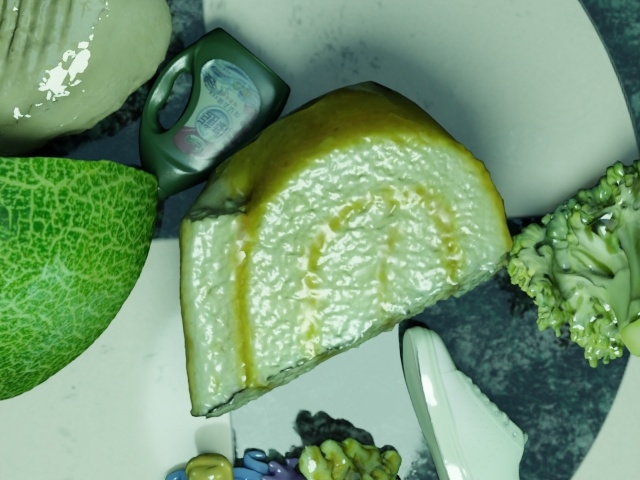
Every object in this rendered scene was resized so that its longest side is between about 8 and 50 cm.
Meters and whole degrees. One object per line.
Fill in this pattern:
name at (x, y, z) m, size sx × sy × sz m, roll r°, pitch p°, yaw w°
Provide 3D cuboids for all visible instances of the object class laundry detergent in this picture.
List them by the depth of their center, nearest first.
laundry detergent at (-0.144, -0.131, 1.905) m, size 0.137 × 0.063 × 0.211 m, roll 42°, pitch 92°, yaw -1°

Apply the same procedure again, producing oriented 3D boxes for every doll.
doll at (-0.077, 0.288, 1.912) m, size 0.206 × 0.067 × 0.110 m, roll 12°, pitch 60°, yaw 8°

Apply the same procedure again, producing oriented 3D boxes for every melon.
melon at (-0.353, 0.016, 1.760) m, size 0.331 × 0.343 × 0.226 m, roll -44°, pitch 76°, yaw 13°

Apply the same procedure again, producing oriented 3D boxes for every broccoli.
broccoli at (0.345, 0.032, 1.832) m, size 0.263 × 0.243 × 0.247 m, roll 24°, pitch 118°, yaw -9°

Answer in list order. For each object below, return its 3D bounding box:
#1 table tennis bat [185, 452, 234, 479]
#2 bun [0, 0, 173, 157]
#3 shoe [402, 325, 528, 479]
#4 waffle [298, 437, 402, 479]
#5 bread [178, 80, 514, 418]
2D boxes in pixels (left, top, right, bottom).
table tennis bat at (-0.100, 0.383, 1.876) m, size 0.198 × 0.050 × 0.320 m, roll -2°, pitch 112°, yaw 19°
bun at (-0.342, -0.247, 1.815) m, size 0.362 × 0.234 × 0.326 m, roll -19°, pitch 86°, yaw 14°
shoe at (0.175, 0.213, 1.917) m, size 0.110 × 0.095 × 0.265 m, roll -17°, pitch 98°, yaw -7°
waffle at (0.035, 0.333, 1.865) m, size 0.054 × 0.204 × 0.223 m, roll 2°, pitch 80°, yaw 32°
bread at (-0.009, 0.000, 1.832) m, size 0.395 × 0.239 × 0.264 m, roll -26°, pitch 88°, yaw 0°
